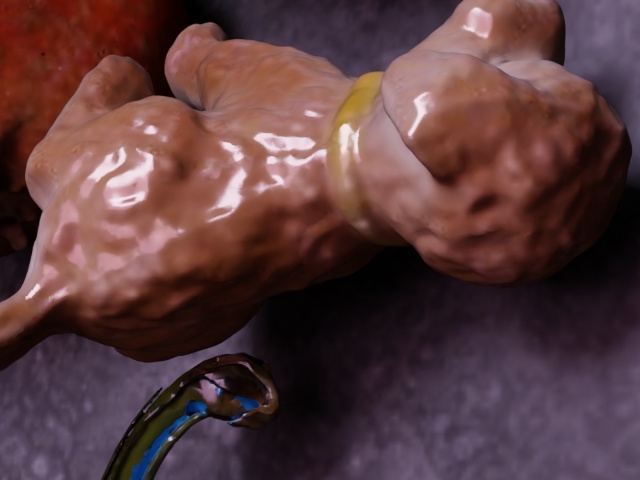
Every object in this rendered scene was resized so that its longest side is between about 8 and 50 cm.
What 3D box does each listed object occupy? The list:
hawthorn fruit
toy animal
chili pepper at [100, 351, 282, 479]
[{"bbox_3d":[-0.142,-0.117,0.663,0.165,0.165,0.285,-38,39,24],"label":"hawthorn fruit"},{"bbox_3d":[-0.005,-0.003,0.485,0.185,0.104,0.184,6,36,32],"label":"toy animal"},{"bbox_3d":[-0.089,0.224,0.522,0.110,0.110,0.387,5,83,40],"label":"chili pepper"}]
